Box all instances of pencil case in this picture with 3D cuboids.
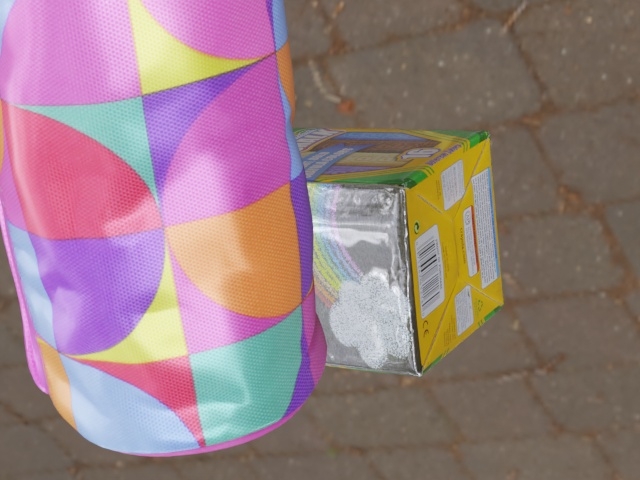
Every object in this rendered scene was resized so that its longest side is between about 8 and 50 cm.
[{"bbox_3d":[-0.059,-0.052,0.411,0.104,0.104,0.236,2,118,22],"label":"pencil case"}]

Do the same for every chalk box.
[{"bbox_3d":[0.000,0.000,0.958,0.213,0.132,0.132,5,111,32],"label":"chalk box"}]
